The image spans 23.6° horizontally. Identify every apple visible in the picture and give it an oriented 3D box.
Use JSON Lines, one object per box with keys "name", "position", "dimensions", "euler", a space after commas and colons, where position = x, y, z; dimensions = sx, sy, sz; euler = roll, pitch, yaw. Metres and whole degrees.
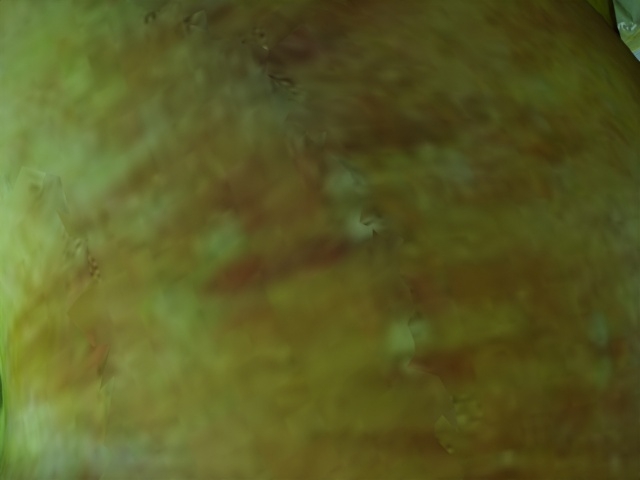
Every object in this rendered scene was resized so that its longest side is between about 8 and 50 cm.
{"name": "apple", "position": [-0.043, 0.069, 0.509], "dimensions": [0.400, 0.400, 0.333], "euler": [-30, 162, 19]}

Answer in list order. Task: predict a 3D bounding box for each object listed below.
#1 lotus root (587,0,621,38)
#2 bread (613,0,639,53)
{"name": "lotus root", "position": [0.050, -0.084, 0.768], "dimensions": [0.193, 0.193, 0.291], "euler": [-28, 175, -11]}
{"name": "bread", "position": [0.129, -0.141, 1.027], "dimensions": [0.236, 0.106, 0.140], "euler": [-31, 176, 34]}
